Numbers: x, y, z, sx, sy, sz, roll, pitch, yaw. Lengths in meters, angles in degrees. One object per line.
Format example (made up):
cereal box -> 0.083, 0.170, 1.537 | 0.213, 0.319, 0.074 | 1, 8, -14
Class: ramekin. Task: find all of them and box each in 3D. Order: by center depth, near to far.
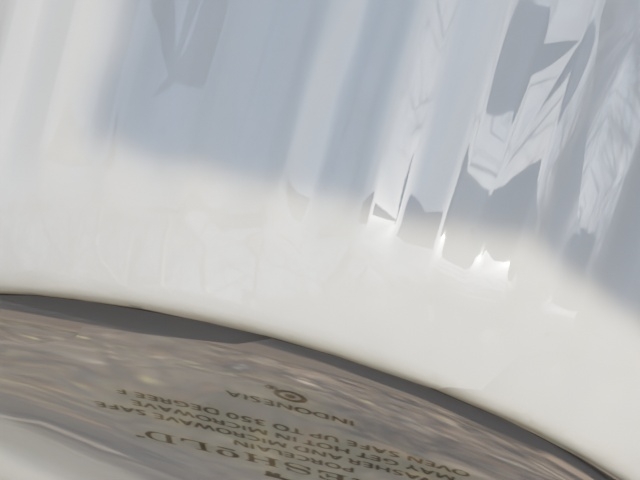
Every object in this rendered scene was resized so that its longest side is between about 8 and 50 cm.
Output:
ramekin -> 0.000, 0.000, 0.450 | 0.273, 0.273, 0.127 | 5, 65, 23
